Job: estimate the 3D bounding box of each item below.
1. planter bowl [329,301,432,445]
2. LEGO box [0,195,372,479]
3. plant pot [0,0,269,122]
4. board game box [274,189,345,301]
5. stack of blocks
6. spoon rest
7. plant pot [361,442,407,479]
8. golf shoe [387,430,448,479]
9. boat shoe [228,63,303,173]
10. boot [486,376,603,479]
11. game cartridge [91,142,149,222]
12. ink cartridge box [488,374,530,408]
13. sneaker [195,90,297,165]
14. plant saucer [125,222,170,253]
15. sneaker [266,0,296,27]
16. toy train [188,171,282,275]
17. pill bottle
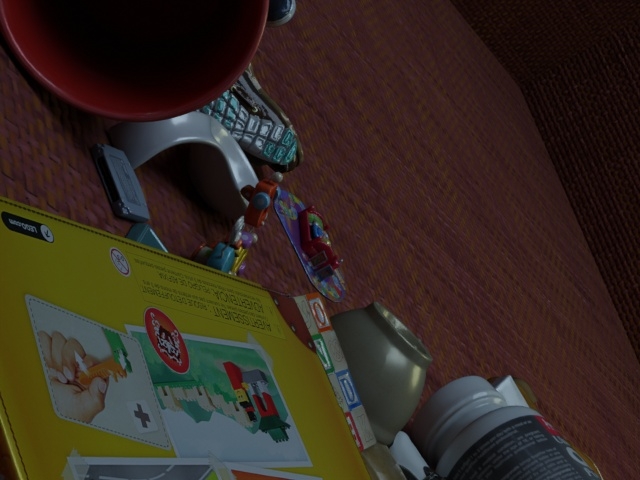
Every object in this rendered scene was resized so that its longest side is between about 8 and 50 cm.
[{"bbox_3d":[0.060,0.140,1.693,0.162,0.109,0.162,44,7,-7],"label":"planter bowl"},{"bbox_3d":[-0.132,0.202,0.984,0.500,0.193,0.373,24,39,-63],"label":"LEGO box"},{"bbox_3d":[-0.187,-0.276,1.532,0.275,0.275,0.243,56,8,-14],"label":"plant pot"},{"bbox_3d":[0.000,0.000,1.955,0.169,0.033,0.133,64,18,10],"label":"board game box"},{"bbox_3d":[-0.058,0.153,1.409,0.171,0.087,0.297,69,19,5],"label":"stack of blocks"},{"bbox_3d":[-0.128,-0.092,1.656,0.276,0.084,0.137,17,47,-65],"label":"spoon rest"},{"bbox_3d":[0.053,0.294,1.637,0.236,0.032,0.236,53,19,-26],"label":"plant pot"},{"bbox_3d":[0.143,0.307,1.769,0.077,0.094,0.198,24,39,-61],"label":"golf shoe"},{"bbox_3d":[-0.103,-0.169,1.893,0.073,0.073,0.207,-39,97,-35],"label":"boat shoe"},{"bbox_3d":[0.328,0.343,2.252,0.295,0.104,0.211,58,22,9],"label":"boot"},{"bbox_3d":[-0.203,-0.057,1.503,0.056,0.017,0.083,17,46,-61],"label":"game cartridge"},{"bbox_3d":[0.245,0.299,2.098,0.179,0.045,0.145,-36,98,-36],"label":"ink cartridge box"},{"bbox_3d":[-0.114,-0.136,1.820,0.166,0.076,0.065,33,66,-20],"label":"sneaker"},{"bbox_3d":[-0.135,0.067,1.491,0.192,0.018,0.067,55,18,-15],"label":"plant saucer"},{"bbox_3d":[-0.126,-0.425,2.161,0.226,0.086,0.163,57,4,23],"label":"sneaker"},{"bbox_3d":[-0.096,-0.012,1.597,0.046,0.125,0.166,25,22,7],"label":"toy train"},{"bbox_3d":[0.251,0.319,1.829,0.318,0.176,0.176,48,7,38],"label":"pill bottle"}]
